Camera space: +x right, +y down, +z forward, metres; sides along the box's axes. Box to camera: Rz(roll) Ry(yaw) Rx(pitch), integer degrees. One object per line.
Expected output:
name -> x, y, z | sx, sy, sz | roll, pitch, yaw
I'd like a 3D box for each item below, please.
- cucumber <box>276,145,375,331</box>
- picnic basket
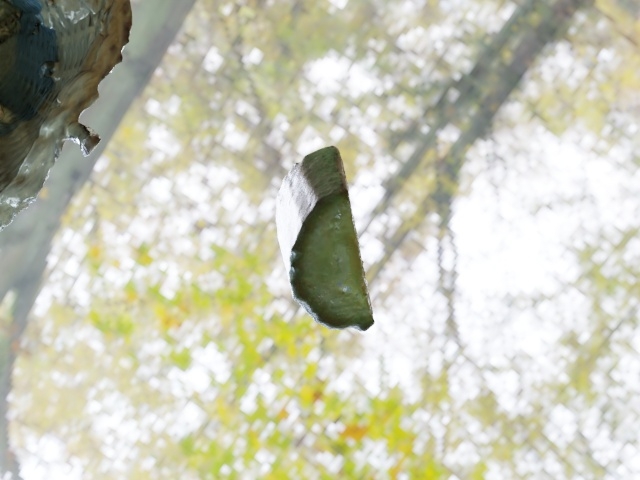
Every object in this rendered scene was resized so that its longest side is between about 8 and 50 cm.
cucumber -> 0.000, 0.000, 1.221 | 0.062, 0.116, 0.115 | -15, -154, -2
picnic basket -> -0.077, -0.038, 0.344 | 0.065, 0.083, 0.083 | 33, -174, -14
